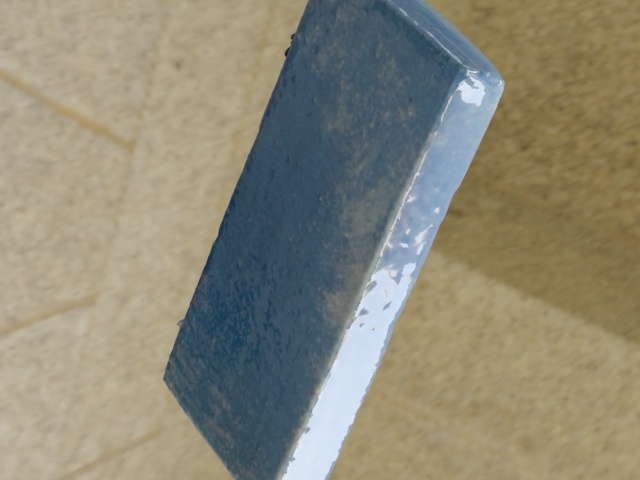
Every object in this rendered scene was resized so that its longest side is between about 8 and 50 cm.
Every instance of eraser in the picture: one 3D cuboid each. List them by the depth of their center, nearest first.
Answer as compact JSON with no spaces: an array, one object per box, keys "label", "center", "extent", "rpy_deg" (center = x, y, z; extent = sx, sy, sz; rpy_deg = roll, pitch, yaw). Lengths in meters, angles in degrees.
[{"label":"eraser","center":[0.000,0.000,1.141],"extent":[0.144,0.043,0.312],"rpy_deg":[47,-55,41]}]
